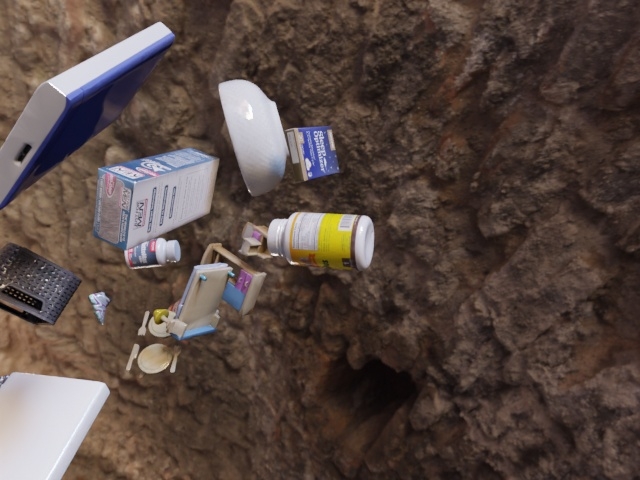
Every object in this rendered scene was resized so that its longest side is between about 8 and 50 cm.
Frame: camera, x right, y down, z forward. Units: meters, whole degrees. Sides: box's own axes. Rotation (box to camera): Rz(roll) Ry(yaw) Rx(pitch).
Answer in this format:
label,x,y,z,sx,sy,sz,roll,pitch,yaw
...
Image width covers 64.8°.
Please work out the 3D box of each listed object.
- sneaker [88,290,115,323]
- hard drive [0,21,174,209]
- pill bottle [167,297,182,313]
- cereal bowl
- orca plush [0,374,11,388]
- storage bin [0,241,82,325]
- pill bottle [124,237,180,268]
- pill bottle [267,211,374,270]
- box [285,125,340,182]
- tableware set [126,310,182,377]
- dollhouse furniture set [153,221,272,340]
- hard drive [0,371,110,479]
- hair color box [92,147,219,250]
label,x,y,z,sx,sy,sz,roll,pitch,yaw
sneaker,-0.661,0.202,1.547,0.038,0.069,0.098,-1,-72,52
hard drive,-0.333,-0.191,0.720,0.040,0.318,0.210,41,-60,-18
pill bottle,-0.467,0.261,1.774,0.221,0.121,0.121,-31,-102,44
cereal bowl,-0.177,-0.304,1.461,0.339,0.141,0.338,165,-90,-90
orca plush,-1.004,0.579,1.589,0.102,0.151,0.287,-32,-102,21
storage bin,-0.488,0.076,0.832,0.122,0.084,0.180,37,-29,-28
pill bottle,-0.625,0.046,1.888,0.108,0.180,0.107,174,-90,-90
pill bottle,0.000,0.000,1.082,0.215,0.117,0.117,4,-70,18
box,-0.008,-0.240,1.373,0.037,0.225,0.136,-6,-80,31
tableware set,-0.436,0.281,1.378,0.039,0.128,0.194,92,1,-47
dollhouse furniture set,-0.314,0.078,1.365,0.198,0.303,0.286,30,-72,25
hard drive,-0.597,0.422,0.965,0.233,0.353,0.047,3,-49,12
hair color box,-0.400,-0.117,1.265,0.105,0.347,0.173,21,-67,13
